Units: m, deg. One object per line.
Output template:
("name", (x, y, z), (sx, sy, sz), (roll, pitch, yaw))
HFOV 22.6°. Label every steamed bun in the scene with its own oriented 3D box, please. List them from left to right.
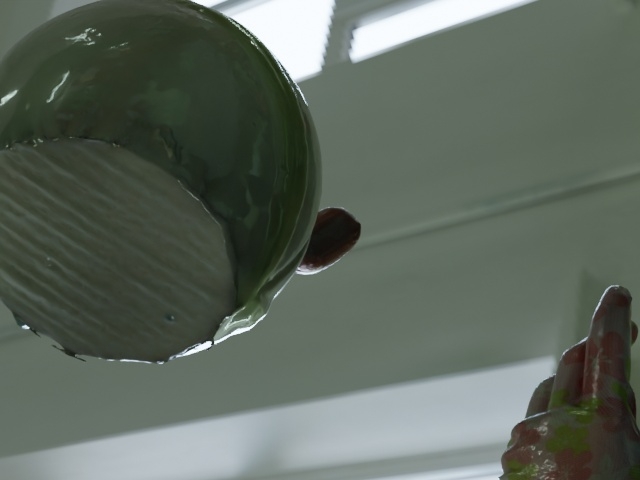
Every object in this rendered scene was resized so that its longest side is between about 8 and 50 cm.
("steamed bun", (-0.135, -0.072, 1.316), (0.309, 0.309, 0.309), (19, -116, -46))

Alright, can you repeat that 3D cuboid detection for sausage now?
("sausage", (0.000, 0.000, 1.755), (0.094, 0.054, 0.059), (-31, -87, -12))

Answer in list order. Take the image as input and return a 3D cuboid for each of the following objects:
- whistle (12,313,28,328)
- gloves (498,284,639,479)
("whistle", (-0.189, 0.002, 1.557), (0.186, 0.274, 0.093), (63, -166, 12))
("gloves", (0.209, 0.145, 1.208), (0.126, 0.145, 0.241), (10, -113, -26))
